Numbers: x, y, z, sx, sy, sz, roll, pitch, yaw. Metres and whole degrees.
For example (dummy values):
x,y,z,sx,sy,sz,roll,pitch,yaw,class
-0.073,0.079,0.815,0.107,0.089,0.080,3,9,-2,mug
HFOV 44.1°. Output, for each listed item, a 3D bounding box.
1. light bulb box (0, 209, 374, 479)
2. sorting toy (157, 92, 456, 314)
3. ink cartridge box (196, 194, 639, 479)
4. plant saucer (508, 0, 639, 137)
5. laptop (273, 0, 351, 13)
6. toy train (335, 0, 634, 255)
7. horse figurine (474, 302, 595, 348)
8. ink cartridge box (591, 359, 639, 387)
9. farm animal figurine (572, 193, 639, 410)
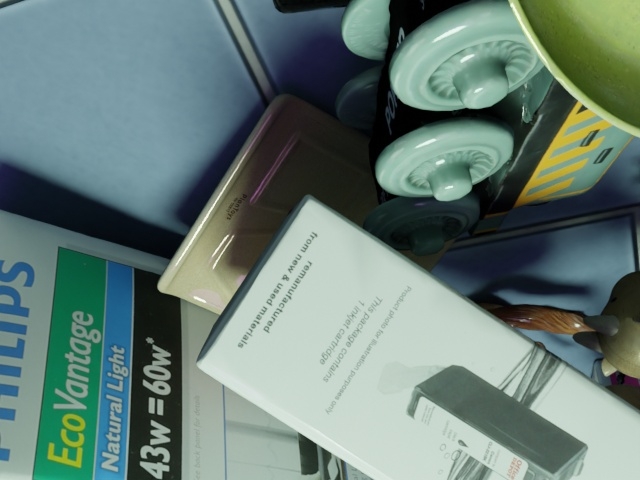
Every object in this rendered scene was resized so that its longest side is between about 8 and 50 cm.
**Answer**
x,y,z,sx,sy,sz,roll,pitch,yaw,class
-0.191,0.203,0.719,0.361,0.225,0.358,19,132,-31,light bulb box
0.000,0.000,0.646,0.208,0.038,0.193,25,113,-27,sorting toy
0.069,0.094,0.514,0.273,0.197,0.114,34,87,-4,ink cartridge box
0.164,-0.147,0.265,0.241,0.037,0.240,-4,120,-8,plant saucer
0.121,-0.321,0.338,0.382,0.236,0.407,-5,108,8,laptop
0.113,-0.098,0.449,0.190,0.142,0.334,-9,158,-5,toy train
0.158,0.126,0.784,0.175,0.066,0.263,13,138,-18,horse figurine
0.444,0.198,0.849,0.311,0.065,0.185,-4,137,5,ink cartridge box
0.277,0.114,0.581,0.172,0.326,0.330,-3,128,0,farm animal figurine
